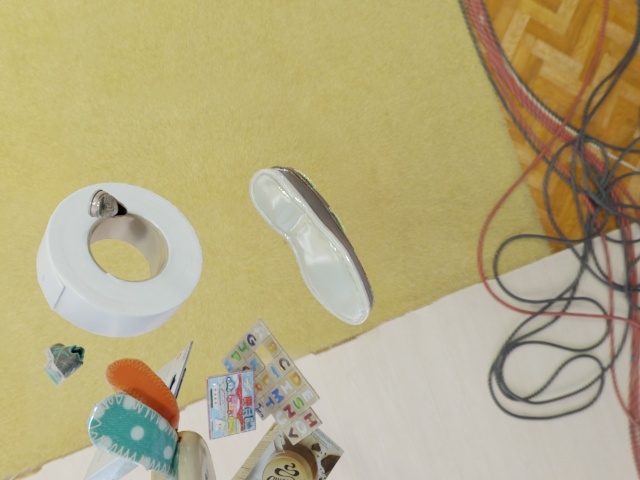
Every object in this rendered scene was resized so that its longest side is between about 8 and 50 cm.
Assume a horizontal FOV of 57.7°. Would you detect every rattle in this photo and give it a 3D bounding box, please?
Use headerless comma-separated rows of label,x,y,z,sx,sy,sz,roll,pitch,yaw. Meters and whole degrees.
rattle,-0.036,0.157,0.327,0.142,0.130,0.200,-11,83,16

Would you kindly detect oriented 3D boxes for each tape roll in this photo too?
tape roll,-0.371,0.034,1.086,0.286,0.100,0.286,20,49,-25

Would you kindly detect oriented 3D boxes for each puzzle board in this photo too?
puzzle board,-0.174,0.322,1.140,0.096,0.011,0.128,-5,98,-26

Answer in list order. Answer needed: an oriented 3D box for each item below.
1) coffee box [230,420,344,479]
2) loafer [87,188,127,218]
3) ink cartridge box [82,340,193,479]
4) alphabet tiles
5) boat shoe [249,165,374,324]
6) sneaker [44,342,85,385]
coffee box,-0.103,0.579,1.399,0.168,0.119,0.297,42,62,-5
loafer,-0.335,-0.055,0.922,0.039,0.125,0.045,14,89,-8
ink cartridge box,-0.317,0.321,1.075,0.224,0.223,0.045,-38,110,17
alphabet tiles,-0.098,0.300,1.190,0.009,0.198,0.237,-25,72,-47
boat shoe,0.000,0.000,1.050,0.324,0.116,0.097,53,37,9
sneaker,-0.539,0.252,1.242,0.076,0.166,0.065,-33,113,-16
